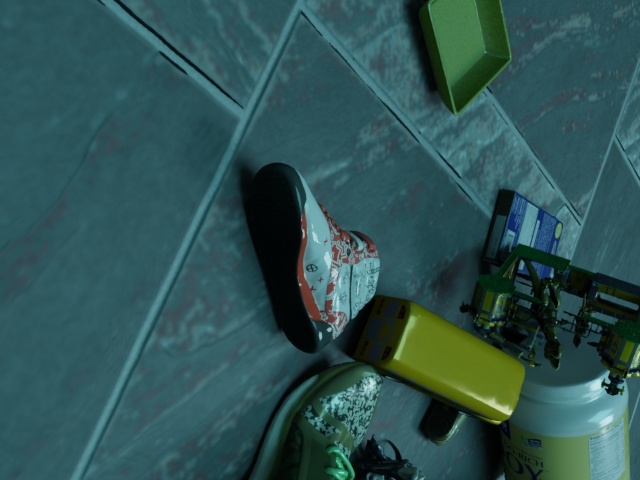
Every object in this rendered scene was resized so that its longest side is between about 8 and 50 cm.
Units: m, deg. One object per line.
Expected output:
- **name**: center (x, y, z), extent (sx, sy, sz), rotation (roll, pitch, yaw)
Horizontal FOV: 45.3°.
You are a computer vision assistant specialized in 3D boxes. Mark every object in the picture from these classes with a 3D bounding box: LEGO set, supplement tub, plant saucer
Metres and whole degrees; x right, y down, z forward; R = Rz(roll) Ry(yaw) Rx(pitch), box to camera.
- **LEGO set**: center (0.399, 0.160, 1.295), extent (0.255, 0.332, 0.192), rotation (-50, 152, -58)
- **supplement tub**: center (0.463, 0.350, 1.473), extent (0.241, 0.241, 0.331), rotation (-35, 123, -38)
- **plant saucer**: center (0.217, -0.318, 1.181), extent (0.188, 0.045, 0.188), rotation (-46, 130, -32)

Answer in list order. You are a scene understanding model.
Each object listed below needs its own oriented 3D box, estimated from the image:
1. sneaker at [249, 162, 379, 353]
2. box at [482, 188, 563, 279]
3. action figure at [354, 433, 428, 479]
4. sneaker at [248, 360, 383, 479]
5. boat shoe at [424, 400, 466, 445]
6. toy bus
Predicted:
- **sneaker**: center (-0.001, 0.000, 0.982), extent (0.145, 0.090, 0.269), rotation (-37, 128, -38)
- **box**: center (0.389, -0.001, 1.458), extent (0.225, 0.037, 0.136), rotation (21, 84, -47)
- **action figure**: center (0.095, 0.400, 1.122), extent (0.276, 0.141, 0.164), rotation (-40, 125, -52)
- **sneaker**: center (-0.004, 0.344, 0.987), extent (0.410, 0.182, 0.158), rotation (-55, 134, -24)
- **boat shoe**: center (0.247, 0.277, 1.356), extent (0.190, 0.068, 0.072), rotation (-49, 145, -17)
- **toy bus**: center (0.201, 0.195, 1.195), extent (0.333, 0.130, 0.108), rotation (30, 75, -31)
